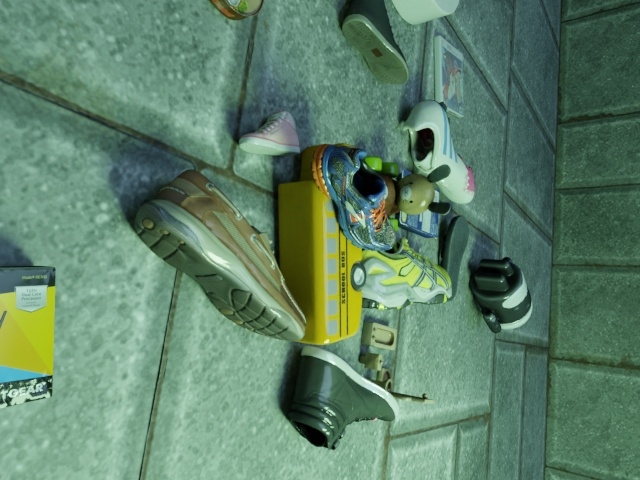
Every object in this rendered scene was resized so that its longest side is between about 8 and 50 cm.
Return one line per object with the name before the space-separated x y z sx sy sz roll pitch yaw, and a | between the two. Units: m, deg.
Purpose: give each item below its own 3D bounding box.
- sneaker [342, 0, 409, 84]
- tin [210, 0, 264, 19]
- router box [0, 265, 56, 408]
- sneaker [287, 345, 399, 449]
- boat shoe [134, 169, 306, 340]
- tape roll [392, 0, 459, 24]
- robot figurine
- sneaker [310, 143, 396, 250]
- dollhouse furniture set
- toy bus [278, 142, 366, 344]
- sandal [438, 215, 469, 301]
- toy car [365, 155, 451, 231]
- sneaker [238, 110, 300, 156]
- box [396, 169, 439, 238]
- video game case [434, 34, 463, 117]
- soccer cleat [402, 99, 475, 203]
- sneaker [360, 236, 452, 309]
sneaker | 0.137 -0.448 1.021 0.222 0.083 0.118 34 63 -47
tin | -0.123 -0.428 0.714 0.106 0.040 0.189 27 68 -45
router box | -0.337 0.090 0.412 0.179 0.046 0.133 2 88 -53
sneaker | 0.041 0.323 0.874 0.296 0.105 0.147 43 58 -37
boat shoe | -0.107 0.033 0.662 0.324 0.123 0.116 55 47 -39
tape roll | 0.257 -0.702 1.169 0.286 0.100 0.286 2 87 -53
robot figurine | 0.602 0.177 1.563 0.209 0.173 0.278 -35 128 2
sneaker | 0.069 -0.060 0.742 0.221 0.087 0.083 51 54 -36
dollhouse furniture set | 0.173 0.268 1.024 0.144 0.123 0.151 26 69 -50
toy bus | 0.000 0.000 0.813 0.130 0.108 0.332 -2 91 -50
sandal | 0.372 0.048 1.363 0.097 0.054 0.254 16 86 -45
toy car | 0.183 -0.099 0.988 0.149 0.188 0.155 3 87 -53
sneaker | -0.083 -0.176 0.753 0.134 0.051 0.070 -8 94 -56
box | 0.245 -0.089 1.197 0.225 0.036 0.136 16 76 -53
video game case | 0.389 -0.488 1.406 0.183 0.023 0.201 -2 91 -53
soccer cleat | 0.304 -0.205 1.234 0.143 0.116 0.331 -49 123 -27
sneaker | 0.190 0.066 1.036 0.385 0.145 0.147 2 89 -55
